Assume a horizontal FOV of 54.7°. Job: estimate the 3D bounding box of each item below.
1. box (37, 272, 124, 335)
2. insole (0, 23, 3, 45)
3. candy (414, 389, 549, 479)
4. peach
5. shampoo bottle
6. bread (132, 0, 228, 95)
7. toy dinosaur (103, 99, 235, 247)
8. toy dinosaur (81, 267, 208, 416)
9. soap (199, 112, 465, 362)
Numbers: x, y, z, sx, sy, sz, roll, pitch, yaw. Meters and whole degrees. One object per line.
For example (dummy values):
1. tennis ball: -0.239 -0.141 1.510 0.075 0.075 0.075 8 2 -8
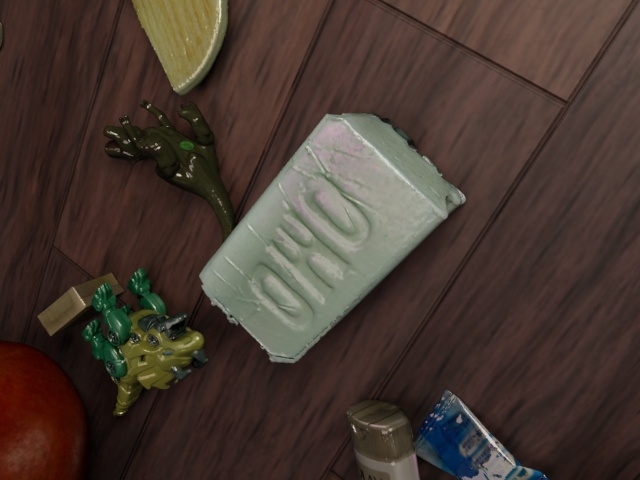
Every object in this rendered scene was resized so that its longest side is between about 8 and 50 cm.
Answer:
1. box: -0.316 0.084 0.826 0.079 0.083 0.035 -36 87 21
2. insole: -0.513 -0.299 0.865 0.192 0.010 0.063 17 111 21
3. candy: 0.161 0.234 0.652 0.136 0.038 0.088 40 115 22
4. peach: -0.456 0.306 0.840 0.308 0.308 0.332 -2 106 27
5. shampoo bottle: 0.082 0.295 0.689 0.086 0.056 0.227 6 109 58
6. bread: -0.152 -0.270 0.678 0.112 0.036 0.192 -29 86 25
7. toy dinosaur: -0.166 -0.079 0.746 0.187 0.087 0.179 31 153 33
8. toy dinosaur: -0.244 0.148 0.810 0.153 0.094 0.259 52 128 10
9. soap: 0.000 0.000 0.638 0.150 0.094 0.261 47 118 9
